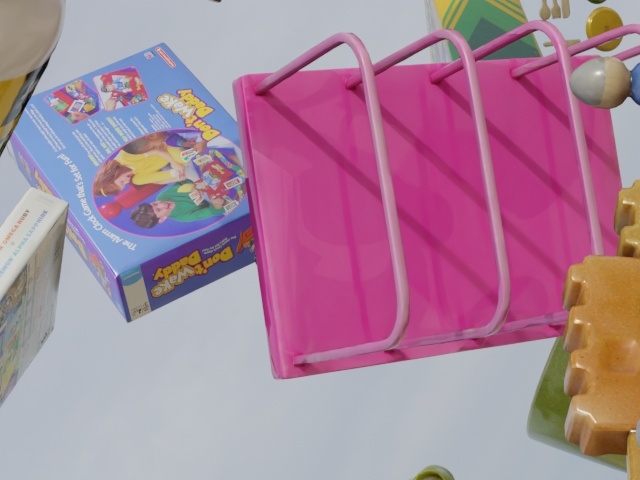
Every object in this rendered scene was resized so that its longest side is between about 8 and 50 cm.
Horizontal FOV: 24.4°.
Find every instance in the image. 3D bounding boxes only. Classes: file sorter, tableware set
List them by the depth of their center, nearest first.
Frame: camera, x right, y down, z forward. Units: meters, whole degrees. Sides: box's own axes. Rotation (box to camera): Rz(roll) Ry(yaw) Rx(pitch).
[{"bbox_3d":[0.122,-0.033,0.959,0.291,0.202,0.182,-6,-4,-26],"label":"file sorter"},{"bbox_3d":[0.275,-0.209,1.569,0.104,0.024,0.154,-8,-87,-22],"label":"tableware set"}]

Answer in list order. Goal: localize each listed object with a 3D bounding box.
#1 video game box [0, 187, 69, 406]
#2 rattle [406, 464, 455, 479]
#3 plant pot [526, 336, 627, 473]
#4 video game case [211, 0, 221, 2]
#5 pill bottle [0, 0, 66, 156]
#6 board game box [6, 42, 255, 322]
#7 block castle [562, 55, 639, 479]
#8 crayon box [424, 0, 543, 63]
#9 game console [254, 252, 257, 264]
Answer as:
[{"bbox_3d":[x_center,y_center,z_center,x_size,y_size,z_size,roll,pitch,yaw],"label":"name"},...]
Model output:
[{"bbox_3d":[-0.300,0.082,1.362,0.205,0.048,0.187,109,-175,-49],"label":"video game box"},{"bbox_3d":[0.036,0.278,1.215,0.200,0.142,0.130,-26,11,-20],"label":"rattle"},{"bbox_3d":[0.367,0.113,1.247,0.274,0.294,0.274,-52,-21,-30],"label":"plant pot"},{"bbox_3d":[-0.218,-0.312,1.371,0.232,0.210,0.041,12,-63,-40],"label":"video game case"},{"bbox_3d":[-0.270,-0.111,0.899,0.188,0.188,0.334,-31,-19,-54],"label":"pill bottle"},{"bbox_3d":[-0.206,-0.081,1.755,0.233,0.347,0.078,-25,-42,-18],"label":"board game box"},{"bbox_3d":[0.219,-0.012,0.645,0.303,0.213,0.453,83,-170,-50],"label":"block castle"},{"bbox_3d":[0.162,-0.147,1.449,0.323,0.083,0.203,-98,-2,-50],"label":"crayon box"},{"bbox_3d":[0.000,0.000,1.274,0.085,0.124,0.144,-33,31,55],"label":"game console"}]
